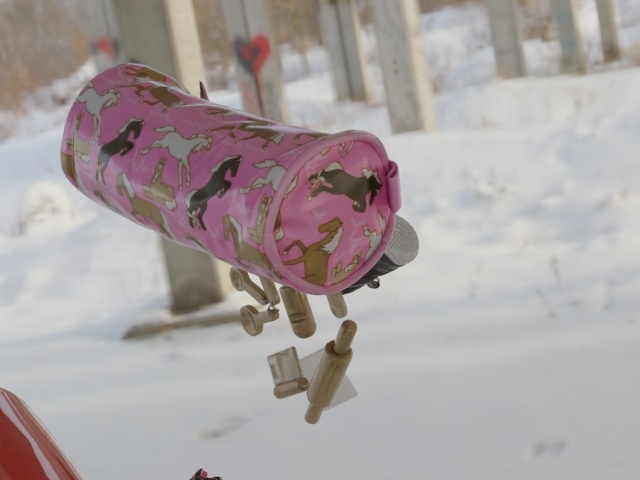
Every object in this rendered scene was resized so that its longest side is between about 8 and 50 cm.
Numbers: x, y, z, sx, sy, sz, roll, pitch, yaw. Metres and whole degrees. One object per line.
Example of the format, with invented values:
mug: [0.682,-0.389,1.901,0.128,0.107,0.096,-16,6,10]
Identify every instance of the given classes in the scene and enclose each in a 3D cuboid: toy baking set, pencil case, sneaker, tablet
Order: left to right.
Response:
sneaker: [-0.176,0.414,2.308,0.057,0.047,0.119,-47,49,-14]
pencil case: [-0.094,-0.066,1.365,0.386,0.167,0.160,24,-8,47]
toy baking set: [-0.033,0.069,1.453,0.030,0.197,0.256,-22,-27,-33]
sneaker: [0.000,0.000,2.087,0.268,0.101,0.153,22,-44,-16]
tablet: [0.006,0.176,1.788,0.054,0.083,0.006,-27,24,13]

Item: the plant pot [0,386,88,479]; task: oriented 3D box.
plant pot: [-0.300,0.264,1.186,0.275,0.275,0.243,-13,38,-20]
